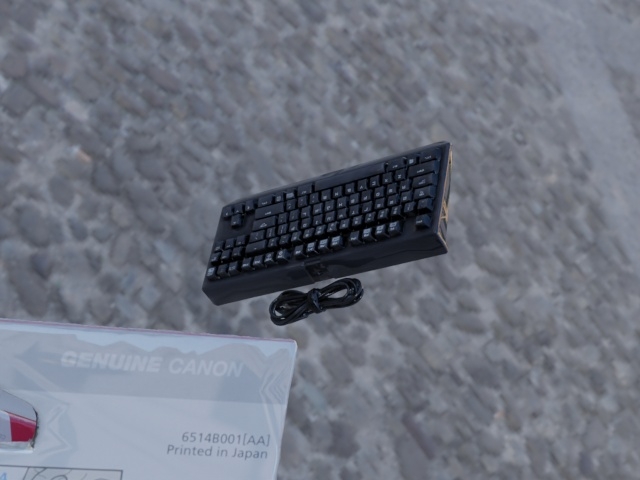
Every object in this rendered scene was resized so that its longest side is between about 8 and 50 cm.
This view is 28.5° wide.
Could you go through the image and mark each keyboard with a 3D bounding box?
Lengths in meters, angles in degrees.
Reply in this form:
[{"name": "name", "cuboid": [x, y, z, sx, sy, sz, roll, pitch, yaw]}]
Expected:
[{"name": "keyboard", "cuboid": [0.000, 0.000, 0.786, 0.023, 0.180, 0.108, 36, 50, -42]}]

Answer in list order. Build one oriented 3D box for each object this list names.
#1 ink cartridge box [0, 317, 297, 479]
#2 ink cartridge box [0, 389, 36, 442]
[{"name": "ink cartridge box", "cuboid": [-0.171, 0.150, 0.513, 0.296, 0.261, 0.066, 6, 7, -18]}, {"name": "ink cartridge box", "cuboid": [-0.206, 0.151, 0.676, 0.109, 0.150, 0.063, 26, -1, -35]}]
